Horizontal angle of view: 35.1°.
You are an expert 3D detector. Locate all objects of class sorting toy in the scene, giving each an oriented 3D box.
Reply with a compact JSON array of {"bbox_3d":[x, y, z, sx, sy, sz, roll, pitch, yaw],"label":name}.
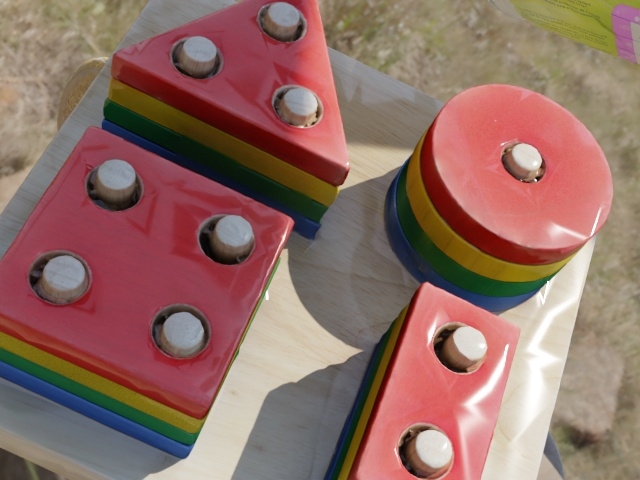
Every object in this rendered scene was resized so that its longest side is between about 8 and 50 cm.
[{"bbox_3d":[0.000,0.000,0.442,0.257,0.089,0.255,25,56,-2],"label":"sorting toy"}]

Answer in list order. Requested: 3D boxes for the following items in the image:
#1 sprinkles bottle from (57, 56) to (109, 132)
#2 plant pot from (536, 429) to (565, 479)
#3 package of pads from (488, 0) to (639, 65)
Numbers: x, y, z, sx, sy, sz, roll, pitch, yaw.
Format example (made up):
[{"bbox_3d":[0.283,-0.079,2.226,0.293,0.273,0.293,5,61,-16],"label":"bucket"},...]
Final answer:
[{"bbox_3d":[-0.062,-0.099,0.941,0.355,0.121,0.121,-5,68,-45],"label":"sprinkles bottle"},{"bbox_3d":[0.104,0.238,0.982,0.229,0.263,0.263,-5,65,-24],"label":"plant pot"},{"bbox_3d":[0.310,-0.256,0.876,0.297,0.229,0.101,32,-17,34],"label":"package of pads"}]
